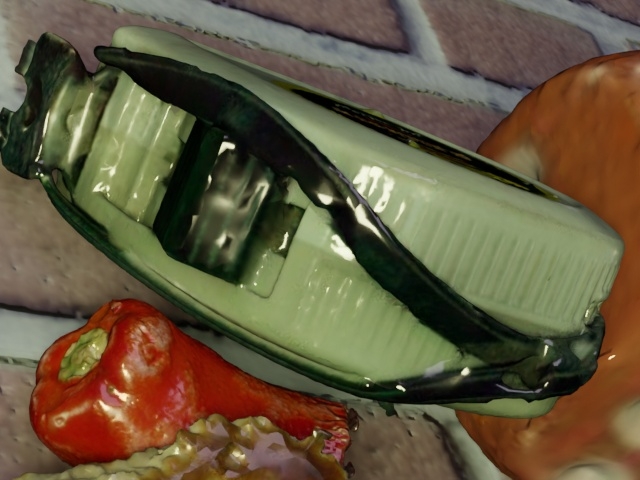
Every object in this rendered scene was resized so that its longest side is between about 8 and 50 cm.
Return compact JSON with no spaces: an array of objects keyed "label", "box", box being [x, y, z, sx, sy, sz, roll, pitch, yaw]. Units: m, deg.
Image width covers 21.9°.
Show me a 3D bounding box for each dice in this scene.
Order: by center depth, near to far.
[{"label":"dice","box":[0.165,0.029,0.807,0.174,0.175,0.179,23,42,-27]}]

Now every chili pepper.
[{"label":"chili pepper","box":[-0.050,0.071,0.641,0.123,0.073,0.070,31,-7,-20]}]

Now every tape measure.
[{"label":"tape measure","box":[0.000,0.000,0.691,0.235,0.115,0.207,18,12,-31]}]

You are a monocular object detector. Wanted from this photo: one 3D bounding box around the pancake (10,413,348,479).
[{"label":"pancake","box":[-0.050,0.164,0.528,0.257,0.056,0.212,-9,70,-35]}]
